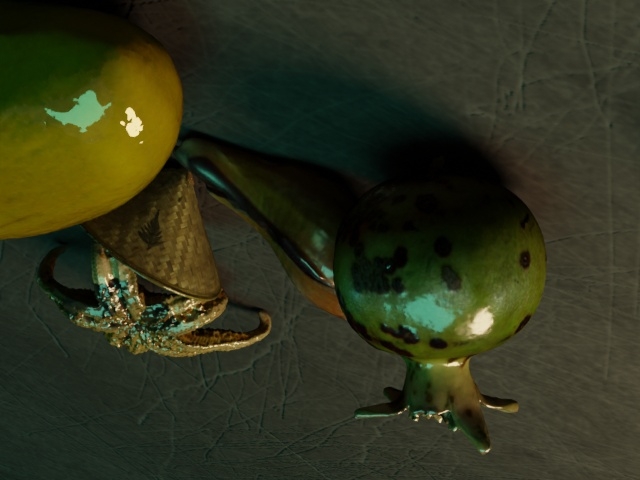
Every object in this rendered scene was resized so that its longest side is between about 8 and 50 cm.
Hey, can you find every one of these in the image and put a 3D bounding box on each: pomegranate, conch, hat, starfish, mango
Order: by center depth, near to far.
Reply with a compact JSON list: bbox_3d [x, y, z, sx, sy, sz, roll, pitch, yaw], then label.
[{"bbox_3d":[0.077,0.035,1.132,0.148,0.148,0.169,11,118,17],"label":"pomegranate"},{"bbox_3d":[-0.221,-0.075,1.135,0.332,0.142,0.195,1,155,29],"label":"mango"},{"bbox_3d":[0.002,0.004,1.214,0.233,0.080,0.086,30,146,-21],"label":"conch"},{"bbox_3d":[-0.114,-0.027,1.264,0.146,0.067,0.146,35,-166,-10],"label":"hat"},{"bbox_3d":[-0.138,0.056,1.444,0.190,0.074,0.146,26,149,-20],"label":"starfish"}]
